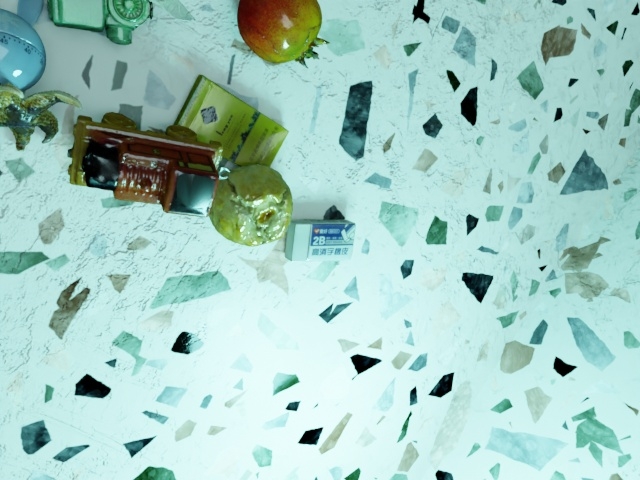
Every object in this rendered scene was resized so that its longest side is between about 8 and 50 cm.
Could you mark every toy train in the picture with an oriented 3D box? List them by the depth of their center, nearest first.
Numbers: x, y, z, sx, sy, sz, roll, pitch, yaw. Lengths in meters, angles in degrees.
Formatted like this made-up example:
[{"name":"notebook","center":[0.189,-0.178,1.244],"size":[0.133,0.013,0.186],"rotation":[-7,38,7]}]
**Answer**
[{"name":"toy train","center":[-0.455,-0.552,1.014],"size":[0.201,0.145,0.266],"rotation":[-2,108,-27]},{"name":"toy train","center":[-0.375,-0.164,1.126],"size":[0.368,0.232,0.163],"rotation":[6,119,-30]}]

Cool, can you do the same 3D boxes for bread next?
[{"name":"bread","center":[-0.181,-0.083,1.325],"size":[0.244,0.134,0.245],"rotation":[-14,126,-20]}]

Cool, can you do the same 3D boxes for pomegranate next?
[{"name":"pomegranate","center":[-0.090,-0.532,1.197],"size":[0.235,0.210,0.210],"rotation":[37,87,-27]}]

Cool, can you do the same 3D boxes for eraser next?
[{"name":"eraser","center":[0.000,0.000,1.513],"size":[0.210,0.068,0.125],"rotation":[-1,108,-29]}]

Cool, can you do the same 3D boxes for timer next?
[{"name":"timer","center":[-0.638,-0.409,0.978],"size":[0.175,0.256,0.175],"rotation":[-14,152,-8]}]

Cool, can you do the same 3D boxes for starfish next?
[{"name":"starfish","center":[-0.597,-0.258,1.000],"size":[0.215,0.238,0.071],"rotation":[-20,87,-15]}]

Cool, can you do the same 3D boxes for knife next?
[{"name":"knife","center":[-0.373,-0.534,0.967],"size":[0.297,0.017,0.047],"rotation":[34,83,-33]}]

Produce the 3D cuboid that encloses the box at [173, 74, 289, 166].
[{"name":"box","center":[-0.230,-0.292,1.294],"size":[0.278,0.041,0.153],"rotation":[27,94,-34]}]
